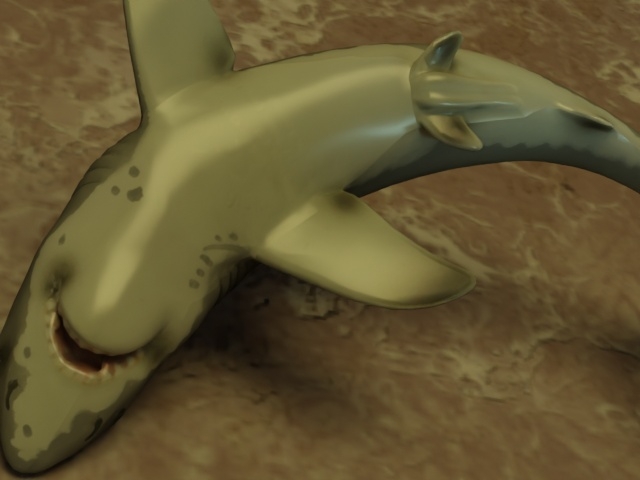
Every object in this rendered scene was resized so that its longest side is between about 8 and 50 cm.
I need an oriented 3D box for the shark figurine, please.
[{"bbox_3d":[0.019,-0.018,0.527,0.278,0.116,0.166,-5,76,-21],"label":"shark figurine"}]
